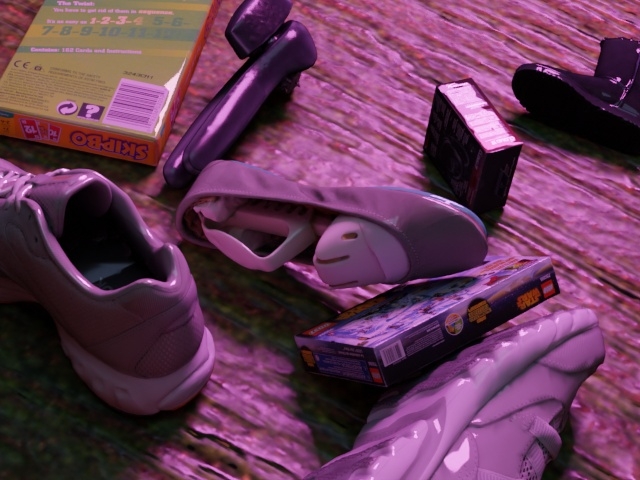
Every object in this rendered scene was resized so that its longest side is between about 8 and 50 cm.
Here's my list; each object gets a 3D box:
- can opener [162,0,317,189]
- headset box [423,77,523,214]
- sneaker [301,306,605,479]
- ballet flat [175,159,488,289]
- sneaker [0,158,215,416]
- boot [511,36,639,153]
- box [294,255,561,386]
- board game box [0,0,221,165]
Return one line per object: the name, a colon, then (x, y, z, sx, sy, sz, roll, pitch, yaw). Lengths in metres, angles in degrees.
can opener: (-0.061, -0.104, 0.903, 0.073, 0.059, 0.186, 36, 57, -10)
headset box: (0.108, -0.064, 0.880, 0.032, 0.062, 0.083, -16, 50, -20)
sneaker: (0.079, 0.134, 0.689, 0.281, 0.105, 0.115, -36, 95, -39)
ballet flat: (0.000, 0.000, 0.782, 0.213, 0.072, 0.068, 13, 49, 31)
sneaker: (-0.166, -0.012, 0.752, 0.262, 0.121, 0.099, 31, 51, 21)
boot: (0.217, -0.125, 0.965, 0.121, 0.045, 0.099, 26, 51, 7)
box: (0.064, 0.046, 0.758, 0.137, 0.027, 0.094, -24, 12, -27)
board game box: (-0.152, -0.164, 0.957, 0.124, 0.039, 0.259, 12, 49, 2)
